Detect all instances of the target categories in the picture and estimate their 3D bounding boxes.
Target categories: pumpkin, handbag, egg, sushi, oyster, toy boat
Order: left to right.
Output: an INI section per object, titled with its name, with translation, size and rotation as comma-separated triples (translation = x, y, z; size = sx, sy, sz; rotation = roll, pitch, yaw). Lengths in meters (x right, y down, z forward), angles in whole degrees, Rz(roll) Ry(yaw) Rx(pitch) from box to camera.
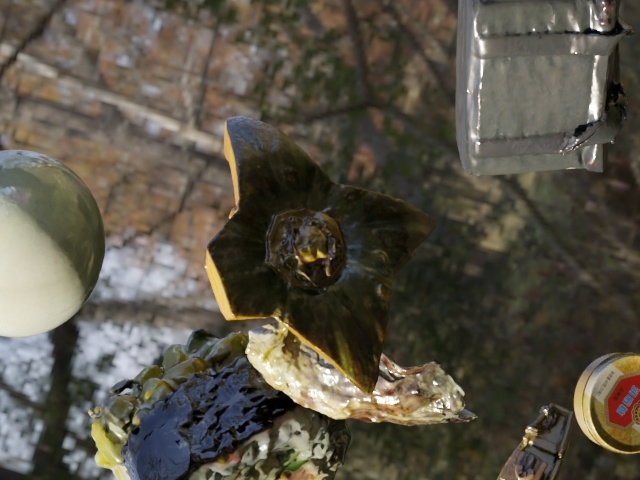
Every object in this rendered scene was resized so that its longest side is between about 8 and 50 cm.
[egg]
translation = -0.266, 0.007, 1.262
size = 0.209, 0.151, 0.151
rotation = 107, -179, -63
[sushi]
translation = -0.157, 0.280, 2.085
size = 0.328, 0.285, 0.328
rotation = -35, -35, -8
[pumpkin]
translation = -0.022, 0.008, 1.677
size = 0.258, 0.290, 0.095
rotation = -67, 7, -29
[oyster]
translation = 0.063, 0.191, 1.907
size = 0.275, 0.271, 0.100
rotation = 46, -131, -39
[toy boat]
translation = 0.238, 0.285, 1.683
size = 0.206, 0.064, 0.072
rotation = -58, -23, -20
[handbag]
translation = 0.241, -0.196, 1.572
size = 0.181, 0.181, 0.254
rotation = -89, -2, -57

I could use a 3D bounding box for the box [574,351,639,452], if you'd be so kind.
[box]
translation = 0.317, 0.168, 1.497
size = 0.037, 0.105, 0.105
rotation = -175, 101, -73
